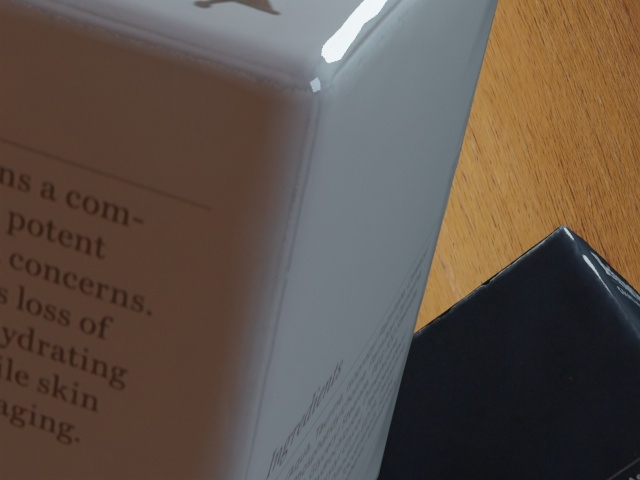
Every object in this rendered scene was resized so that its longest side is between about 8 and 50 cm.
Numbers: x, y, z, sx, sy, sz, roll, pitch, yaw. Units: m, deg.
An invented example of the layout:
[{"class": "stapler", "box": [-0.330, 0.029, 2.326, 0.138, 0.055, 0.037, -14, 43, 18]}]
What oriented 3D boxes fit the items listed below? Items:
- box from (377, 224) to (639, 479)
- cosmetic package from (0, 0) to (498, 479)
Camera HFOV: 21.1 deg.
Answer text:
[{"class": "box", "box": [0.256, 0.299, 1.319, 0.471, 0.297, 0.480, 56, 10, 22]}, {"class": "cosmetic package", "box": [-0.131, -0.002, 0.806, 0.327, 0.329, 0.393, -52, 158, -58]}]
